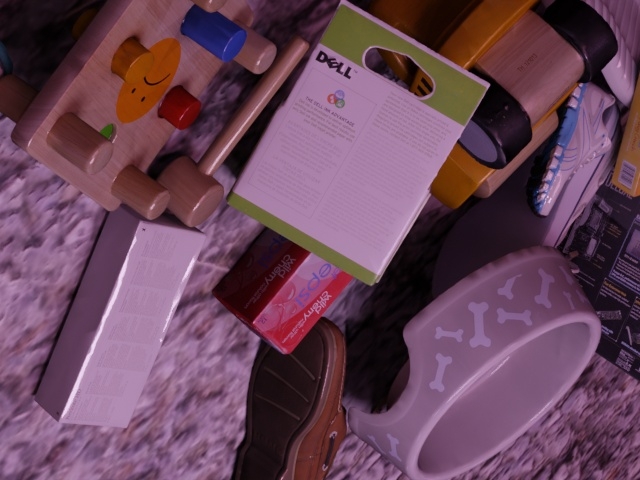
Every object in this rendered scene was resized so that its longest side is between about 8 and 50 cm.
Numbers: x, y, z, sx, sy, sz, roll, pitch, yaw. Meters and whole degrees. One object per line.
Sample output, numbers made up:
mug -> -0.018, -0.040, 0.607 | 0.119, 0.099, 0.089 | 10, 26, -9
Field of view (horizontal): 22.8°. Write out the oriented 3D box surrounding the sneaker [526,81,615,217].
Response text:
sneaker -> 0.319, -0.112, 1.982 | 0.083, 0.071, 0.191 | 23, 83, -13

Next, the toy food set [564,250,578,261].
toy food set -> 0.295, 0.057, 2.158 | 0.078, 0.019, 0.122 | -18, 163, -35

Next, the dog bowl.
dog bowl -> 0.202, 0.165, 1.968 | 0.348, 0.102, 0.349 | -32, 153, -18

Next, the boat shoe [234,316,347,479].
boat shoe -> -0.024, 0.217, 1.957 | 0.104, 0.110, 0.307 | -11, 130, -44

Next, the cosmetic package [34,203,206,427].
cosmetic package -> -0.218, 0.083, 1.717 | 0.099, 0.060, 0.239 | 12, 105, -48

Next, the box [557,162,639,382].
box -> 0.434, 0.046, 2.120 | 0.076, 0.307, 0.242 | 11, 106, -39

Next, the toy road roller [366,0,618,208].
toy road roller -> 0.173, -0.205, 1.844 | 0.202, 0.240, 0.329 | -44, 174, -14

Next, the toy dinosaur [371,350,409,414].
toy dinosaur -> 0.111, 0.203, 2.118 | 0.093, 0.053, 0.183 | -56, 148, -23

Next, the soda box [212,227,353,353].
soda box -> 0.000, 0.000, 1.854 | 0.263, 0.083, 0.092 | -51, 138, -7

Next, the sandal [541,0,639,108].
sandal -> 0.323, -0.293, 1.962 | 0.416, 0.102, 0.169 | 39, 56, -54

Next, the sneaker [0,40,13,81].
sneaker -> -0.317, -0.253, 1.396 | 0.110, 0.107, 0.275 | -40, 137, -31

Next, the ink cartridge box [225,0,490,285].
ink cartridge box -> 0.043, -0.110, 1.715 | 0.255, 0.189, 0.097 | -59, -178, 16

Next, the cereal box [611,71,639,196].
cereal box -> 0.490, -0.165, 2.065 | 0.240, 0.047, 0.173 | -19, 131, -36

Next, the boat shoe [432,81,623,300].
boat shoe -> 0.286, -0.025, 2.085 | 0.367, 0.136, 0.156 | -57, 142, -14

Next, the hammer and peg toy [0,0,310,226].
hammer and peg toy -> -0.158, -0.155, 1.562 | 0.266, 0.127, 0.361 | -54, 164, -3
